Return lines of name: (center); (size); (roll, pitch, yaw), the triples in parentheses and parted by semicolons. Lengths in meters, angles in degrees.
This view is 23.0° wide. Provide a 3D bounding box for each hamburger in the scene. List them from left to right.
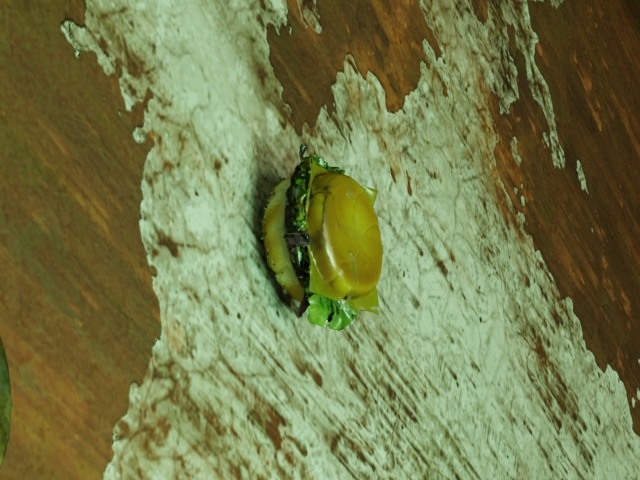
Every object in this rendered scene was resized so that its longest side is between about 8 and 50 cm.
hamburger: (-0.001, 0.003, 1.637); (0.164, 0.093, 0.189); (38, 46, -49)

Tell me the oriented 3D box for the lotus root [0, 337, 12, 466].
lotus root: (-0.269, 0.118, 1.052); (0.138, 0.138, 0.214); (-31, 108, -61)
